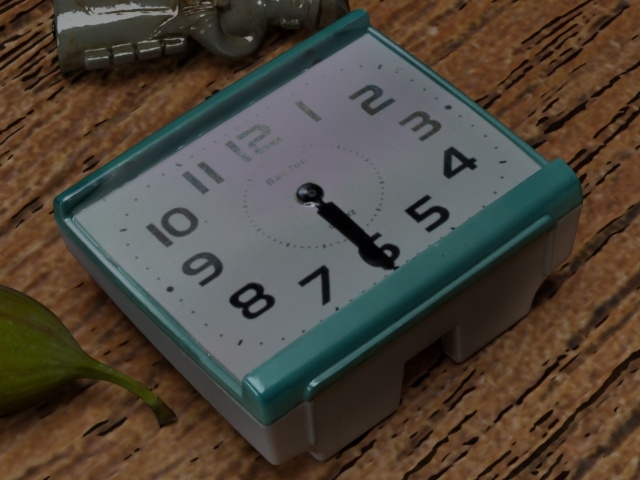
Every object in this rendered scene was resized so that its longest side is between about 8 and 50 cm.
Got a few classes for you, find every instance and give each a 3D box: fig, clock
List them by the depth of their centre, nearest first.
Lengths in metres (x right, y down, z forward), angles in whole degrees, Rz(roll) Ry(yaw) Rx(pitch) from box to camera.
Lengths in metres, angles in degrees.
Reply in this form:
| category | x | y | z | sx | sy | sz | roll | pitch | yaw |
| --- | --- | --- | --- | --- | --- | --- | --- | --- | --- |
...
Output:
| category | x | y | z | sx | sy | sz | roll | pitch | yaw |
| --- | --- | --- | --- | --- | --- | --- | --- | --- | --- |
| fig | -0.179 | 0.076 | 1.256 | 0.166 | 0.093 | 0.093 | 10 | 49 | -26 |
| clock | 0.000 | 0.000 | 1.279 | 0.262 | 0.116 | 0.231 | -34 | 55 | -22 |

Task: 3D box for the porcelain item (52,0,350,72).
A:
| category | x | y | z | sx | sy | sz | roll | pitch | yaw |
| --- | --- | --- | --- | --- | --- | --- | --- | --- | --- |
| porcelain item | -0.084 | -0.163 | 1.428 | 0.213 | 0.054 | 0.084 | -5 | 55 | -3 |
